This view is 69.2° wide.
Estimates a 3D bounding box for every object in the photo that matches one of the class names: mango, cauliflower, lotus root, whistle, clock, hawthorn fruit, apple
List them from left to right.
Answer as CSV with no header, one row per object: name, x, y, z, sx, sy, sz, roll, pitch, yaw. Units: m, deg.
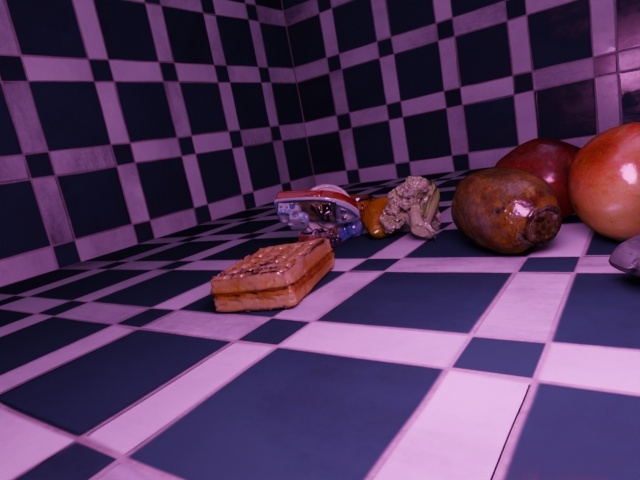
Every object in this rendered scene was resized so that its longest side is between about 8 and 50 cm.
clock,0.032,-0.117,1.928,0.236,0.236,0.053,-13,6,-11
whistle,0.127,-0.046,1.895,0.090,0.090,0.158,-4,15,29
mango,0.256,-0.091,1.896,0.176,0.119,0.317,9,28,10
cauliflower,0.349,-0.098,1.680,0.239,0.256,0.315,6,39,-8
lotus root,0.537,-0.086,1.342,0.250,0.250,0.346,-12,18,-7
hawthorn fruit,0.755,-0.207,1.550,0.308,0.308,0.325,-22,-7,-44
apple,0.811,-0.152,1.217,0.319,0.319,0.277,-15,8,-22

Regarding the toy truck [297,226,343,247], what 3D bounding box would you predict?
toy truck,0.000,0.000,1.775,0.083,0.092,0.192,-1,6,38

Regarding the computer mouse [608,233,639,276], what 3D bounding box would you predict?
computer mouse,0.759,0.016,0.920,0.371,0.122,0.188,-20,10,-12

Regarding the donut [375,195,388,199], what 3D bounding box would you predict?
donut,0.341,-0.187,2.417,0.190,0.074,0.174,-16,13,-8

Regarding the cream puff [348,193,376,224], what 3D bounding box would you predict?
cream puff,0.149,-0.137,2.133,0.240,0.164,0.240,-1,0,0

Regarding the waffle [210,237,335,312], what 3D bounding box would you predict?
waffle,-0.132,0.093,1.370,0.261,0.114,0.376,-6,13,20

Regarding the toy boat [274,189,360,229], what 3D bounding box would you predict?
toy boat,-0.011,-0.109,1.799,0.332,0.133,0.145,1,-32,5
